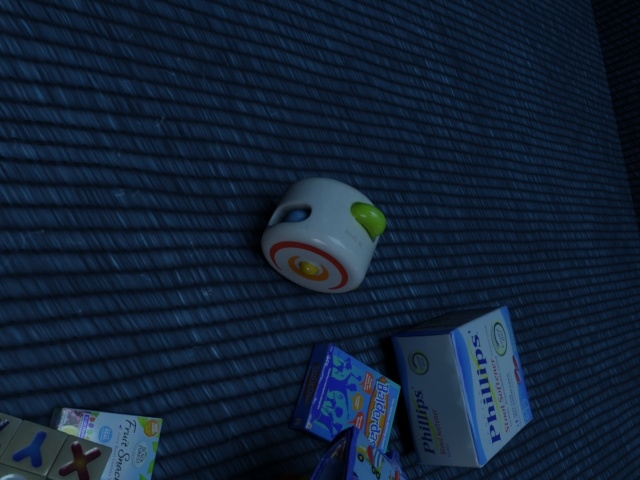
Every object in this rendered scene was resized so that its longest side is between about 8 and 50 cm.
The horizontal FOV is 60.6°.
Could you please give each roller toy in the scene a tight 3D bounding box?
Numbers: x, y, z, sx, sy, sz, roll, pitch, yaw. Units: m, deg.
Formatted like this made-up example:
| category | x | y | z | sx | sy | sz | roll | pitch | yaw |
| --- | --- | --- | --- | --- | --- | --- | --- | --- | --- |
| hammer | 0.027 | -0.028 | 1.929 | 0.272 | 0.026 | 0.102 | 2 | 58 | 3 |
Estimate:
| category | x | y | z | sx | sy | sz | roll | pitch | yaw |
| --- | --- | --- | --- | --- | --- | --- | --- | --- | --- |
| roller toy | 0.000 | 0.000 | 0.965 | 0.191 | 0.209 | 0.146 | 22 | 60 | 3 |

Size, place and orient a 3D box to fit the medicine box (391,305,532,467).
| category | x | y | z | sx | sy | sz | roll | pitch | yaw |
| --- | --- | --- | --- | --- | --- | --- | --- | --- | --- |
| medicine box | 0.307 | 0.296 | 1.166 | 0.289 | 0.149 | 0.263 | -8 | 85 | -51 |

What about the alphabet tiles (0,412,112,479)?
| category | x | y | z | sx | sy | sz | roll | pitch | yaw |
| --- | --- | --- | --- | --- | --- | --- | --- | --- | --- |
| alphabet tiles | -0.362 | 0.342 | 0.552 | 0.285 | 0.011 | 0.342 | 23 | 40 | -10 |

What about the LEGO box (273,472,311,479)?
| category | x | y | z | sx | sy | sz | roll | pitch | yaw |
| --- | --- | --- | --- | --- | --- | --- | --- | --- | --- |
| LEGO box | -0.122 | 0.609 | 0.701 | 0.500 | 0.193 | 0.372 | -19 | 91 | -43 |

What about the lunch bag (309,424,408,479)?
| category | x | y | z | sx | sy | sz | roll | pitch | yaw |
| --- | --- | --- | --- | --- | --- | --- | --- | --- | --- |
| lunch bag | 0.058 | 0.413 | 0.715 | 0.221 | 0.138 | 0.293 | 48 | 40 | -19 |

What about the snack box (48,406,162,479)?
| category | x | y | z | sx | sy | sz | roll | pitch | yaw |
| --- | --- | --- | --- | --- | --- | --- | --- | --- | --- |
| snack box | -0.294 | 0.282 | 0.736 | 0.141 | 0.037 | 0.100 | 22 | 66 | -36 |

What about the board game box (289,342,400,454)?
| category | x | y | z | sx | sy | sz | roll | pitch | yaw |
| --- | --- | --- | --- | --- | --- | --- | --- | --- | --- |
| board game box | 0.054 | 0.310 | 1.029 | 0.210 | 0.047 | 0.160 | 36 | 58 | -31 |
